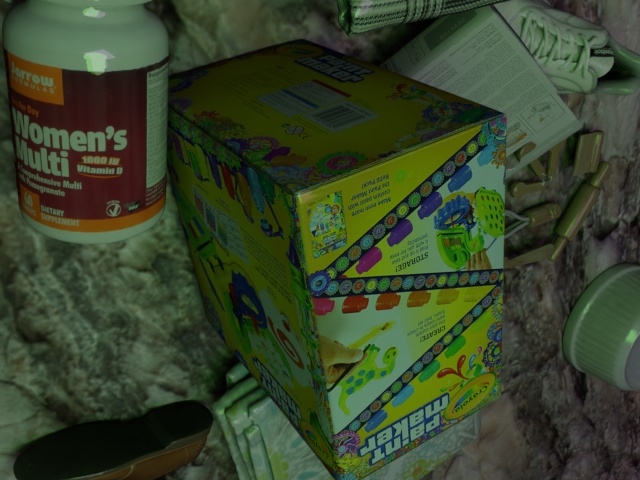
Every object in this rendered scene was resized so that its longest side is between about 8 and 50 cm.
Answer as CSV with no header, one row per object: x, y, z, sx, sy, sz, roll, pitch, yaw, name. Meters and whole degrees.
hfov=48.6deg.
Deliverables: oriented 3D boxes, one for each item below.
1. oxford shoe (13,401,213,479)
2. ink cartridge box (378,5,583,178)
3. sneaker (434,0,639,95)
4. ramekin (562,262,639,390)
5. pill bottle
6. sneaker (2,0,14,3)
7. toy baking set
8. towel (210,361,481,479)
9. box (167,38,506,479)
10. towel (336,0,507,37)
-0.218,0.240,0.766,0.212,0.076,0.076,-4,122,-33,oxford shoe
0.160,-0.141,0.778,0.181,0.056,0.225,-36,140,24,ink cartridge box
0.256,-0.225,0.802,0.292,0.118,0.110,4,113,-33,sneaker
0.517,0.150,1.175,0.207,0.109,0.207,-16,122,-27,ramekin
-0.180,-0.118,0.555,0.121,0.121,0.221,-11,126,-29,pill bottle
-0.307,-0.155,0.500,0.192,0.064,0.086,-41,125,-12,sneaker
0.305,-0.048,0.987,0.197,0.030,0.256,16,104,-35,toy baking set
0.056,0.220,0.923,0.374,0.090,0.320,-26,129,-22,towel
0.000,0.000,0.639,0.177,0.290,0.279,-23,125,-23,box
0.116,-0.366,0.608,0.312,0.056,0.324,-20,102,-23,towel
